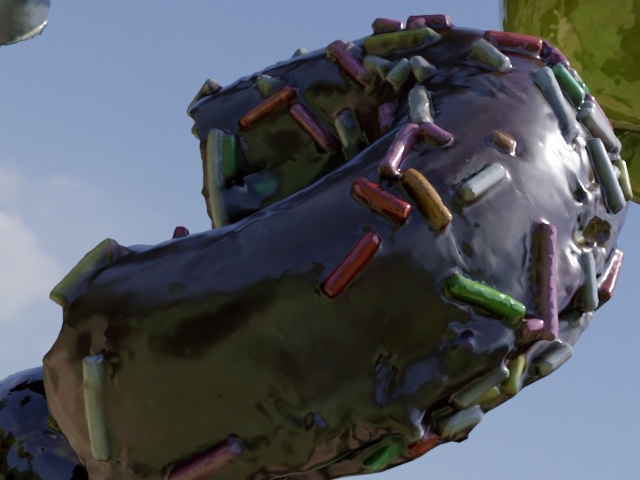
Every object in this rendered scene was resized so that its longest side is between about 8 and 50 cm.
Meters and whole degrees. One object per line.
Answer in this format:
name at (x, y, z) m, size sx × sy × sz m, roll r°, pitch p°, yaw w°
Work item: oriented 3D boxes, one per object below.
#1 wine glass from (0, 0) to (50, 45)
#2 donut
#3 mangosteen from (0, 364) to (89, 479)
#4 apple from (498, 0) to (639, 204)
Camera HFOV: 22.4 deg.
wine glass at (-0.243, -0.237, 1.088) m, size 0.111 × 0.111 × 0.204 m, roll 18°, pitch -50°, yaw 32°
donut at (0.021, -0.009, 0.816) m, size 0.259 × 0.345 × 0.136 m, roll -17°, pitch -66°, yaw 24°
mangosteen at (-0.135, 0.174, 0.968) m, size 0.217 × 0.192 × 0.192 m, roll 21°, pitch -10°, yaw -35°
apple at (0.300, -0.185, 1.229) m, size 0.339 × 0.339 × 0.339 m, roll 26°, pitch -17°, yaw 9°
